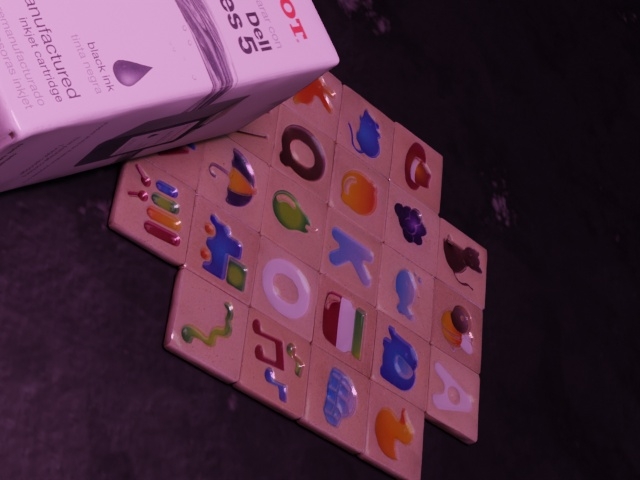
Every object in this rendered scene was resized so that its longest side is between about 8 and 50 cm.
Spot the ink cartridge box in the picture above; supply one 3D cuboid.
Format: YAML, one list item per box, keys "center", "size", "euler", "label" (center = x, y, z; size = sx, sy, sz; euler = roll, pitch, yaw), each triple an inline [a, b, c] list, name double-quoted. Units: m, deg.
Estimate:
- center: [-0.143, -0.149, 0.924]
  size: [0.273, 0.115, 0.198]
  euler: [-20, 84, -50]
  label: "ink cartridge box"

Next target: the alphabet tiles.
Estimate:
- center: [0.000, 0.000, 1.101]
  size: [0.342, 0.011, 0.285]
  euler: [33, 47, -33]
  label: "alphabet tiles"
